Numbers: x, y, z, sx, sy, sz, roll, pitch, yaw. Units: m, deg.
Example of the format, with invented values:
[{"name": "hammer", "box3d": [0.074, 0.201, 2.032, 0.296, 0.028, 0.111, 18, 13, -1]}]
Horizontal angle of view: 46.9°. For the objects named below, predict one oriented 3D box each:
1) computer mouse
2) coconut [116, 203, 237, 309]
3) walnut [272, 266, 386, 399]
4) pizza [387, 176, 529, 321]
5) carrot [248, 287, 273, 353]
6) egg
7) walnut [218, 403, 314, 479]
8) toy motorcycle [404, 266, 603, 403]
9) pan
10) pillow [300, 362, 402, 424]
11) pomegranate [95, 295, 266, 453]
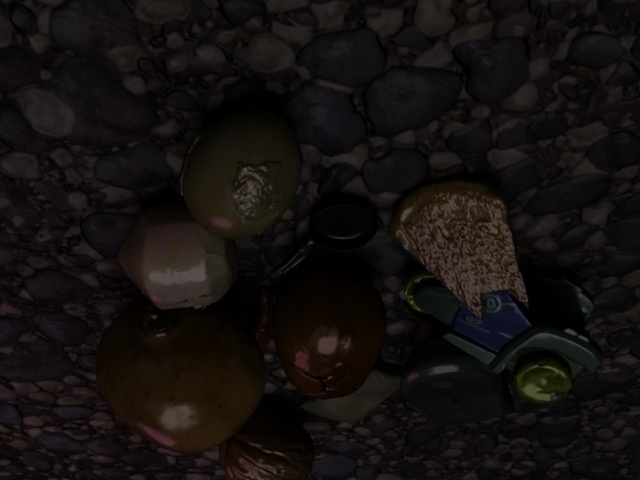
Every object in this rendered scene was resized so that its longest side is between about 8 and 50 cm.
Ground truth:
[{"name": "computer mouse", "box3d": [0.272, 0.277, 1.468, 0.188, 0.122, 0.371, -14, 144, 18]}, {"name": "coconut", "box3d": [-0.223, 0.027, 1.138, 0.182, 0.171, 0.171, -10, 138, 4]}, {"name": "walnut", "box3d": [0.016, 0.172, 1.287, 0.203, 0.203, 0.298, -4, 136, 2]}, {"name": "pizza", "box3d": [0.238, 0.011, 1.156, 0.181, 0.034, 0.262, -38, 97, 23]}, {"name": "carrot", "box3d": [-0.113, 0.157, 1.378, 0.047, 0.047, 0.191, 7, 137, -9]}, {"name": "egg", "box3d": [-0.109, -0.092, 1.016, 0.164, 0.164, 0.201, 20, 132, -23]}, {"name": "walnut", "box3d": [-0.113, 0.462, 1.619, 0.213, 0.213, 0.213, -1, 138, -1]}, {"name": "toy motorcycle", "box3d": [0.317, 0.107, 1.253, 0.326, 0.191, 0.200, 29, 124, -6]}, {"name": "pan", "box3d": [-0.001, -0.002, 1.204, 0.212, 0.040, 0.115, -34, 130, 22]}, {"name": "pillow", "box3d": [0.071, 0.325, 1.568, 0.148, 0.050, 0.230, 23, 136, -19]}, {"name": "pomegranate", "box3d": [-0.235, 0.221, 1.275, 0.307, 0.307, 0.307, -1, 138, -1]}]
